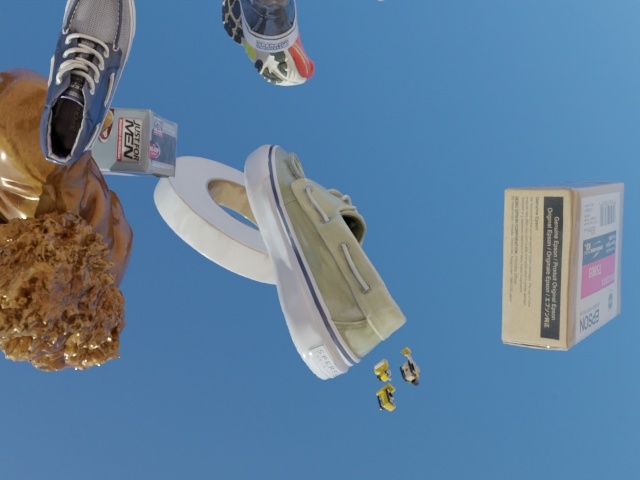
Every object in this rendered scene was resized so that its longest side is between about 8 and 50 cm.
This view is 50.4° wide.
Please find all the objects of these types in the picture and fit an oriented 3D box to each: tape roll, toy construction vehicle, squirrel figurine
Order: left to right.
[{"bbox_3d":[-0.371,-0.025,0.937,0.281,0.370,0.397,-7,-124,-27],"label":"squirrel figurine"},{"bbox_3d":[-0.179,-0.050,1.517,0.392,0.072,0.392,29,-160,-12],"label":"tape roll"},{"bbox_3d":[0.135,0.242,1.185,0.035,0.086,0.098,37,-159,-28],"label":"toy construction vehicle"}]

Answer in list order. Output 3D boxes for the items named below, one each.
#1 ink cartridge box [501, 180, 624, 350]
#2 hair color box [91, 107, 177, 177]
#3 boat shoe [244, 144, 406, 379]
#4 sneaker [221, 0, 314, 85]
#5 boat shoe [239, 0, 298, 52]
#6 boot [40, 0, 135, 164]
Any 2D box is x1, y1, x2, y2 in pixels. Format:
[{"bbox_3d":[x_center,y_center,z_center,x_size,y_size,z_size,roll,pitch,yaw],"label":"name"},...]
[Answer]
[{"bbox_3d":[0.322,0.021,0.886,0.234,0.088,0.193,-11,-79,-52],"label":"ink cartridge box"},{"bbox_3d":[-0.472,-0.183,1.256,0.374,0.185,0.114,3,-87,3],"label":"hair color box"},{"bbox_3d":[0.000,0.000,0.661,0.109,0.094,0.302,59,-173,-45],"label":"boat shoe"},{"bbox_3d":[-0.106,-0.421,1.375,0.118,0.107,0.279,-12,-113,-45],"label":"sneaker"},{"bbox_3d":[-0.095,-0.412,0.987,0.108,0.102,0.301,-8,-122,-7],"label":"boat shoe"},{"bbox_3d":[-0.222,-0.166,0.651,0.069,0.086,0.190,11,-73,-16],"label":"boot"}]
